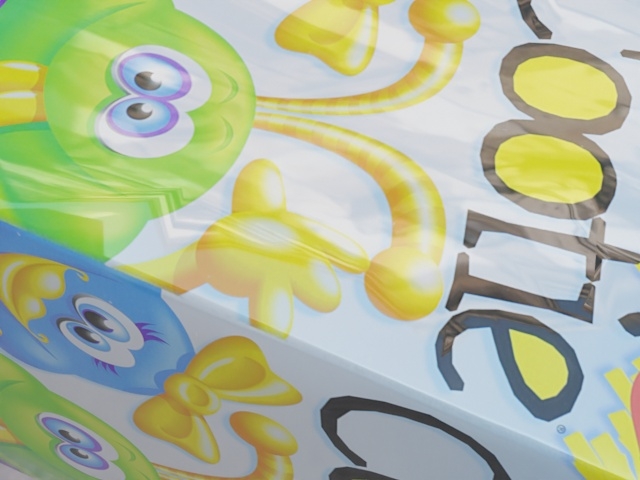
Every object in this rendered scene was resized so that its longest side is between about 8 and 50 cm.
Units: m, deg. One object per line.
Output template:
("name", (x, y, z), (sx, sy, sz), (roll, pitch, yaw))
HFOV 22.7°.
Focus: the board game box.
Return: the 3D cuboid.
("board game box", (0.000, 0.000, 0.426), (0.142, 0.275, 0.144), (98, 17, -56))
